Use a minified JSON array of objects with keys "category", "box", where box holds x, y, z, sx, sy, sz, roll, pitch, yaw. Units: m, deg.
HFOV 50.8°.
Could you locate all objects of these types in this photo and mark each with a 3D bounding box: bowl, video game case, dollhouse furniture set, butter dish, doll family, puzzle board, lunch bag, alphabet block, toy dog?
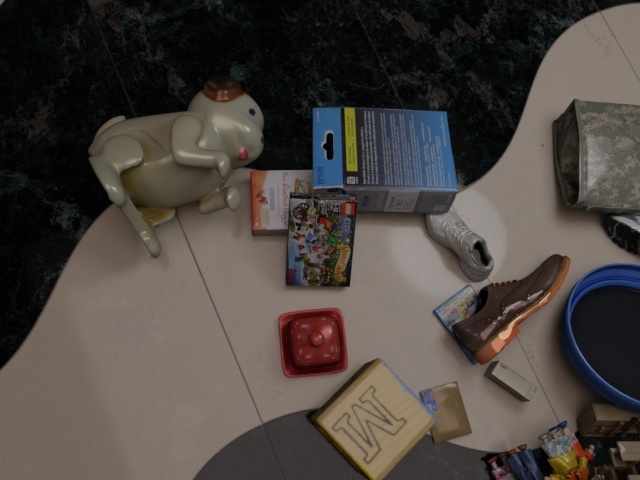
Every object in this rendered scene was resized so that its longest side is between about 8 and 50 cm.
[{"category":"bowl","box":[0.775,0.237,1.631,0.391,0.077,0.391,3,56,-5]},{"category":"video game case","box":[0.379,0.210,1.693,0.119,0.015,0.166,-34,82,-11]},{"category":"dollhouse furniture set","box":[0.719,0.510,1.558,0.161,0.212,0.242,2,52,-5]},{"category":"butter dish","box":[-0.013,0.238,1.596,0.160,0.118,0.159,-5,78,-7]},{"category":"doll family","box":[0.514,0.539,1.541,0.263,0.118,0.163,-30,73,9]},{"category":"puzzle board","box":[0.304,0.417,1.639,0.096,0.011,0.128,-14,78,-7]},{"category":"lunch bag","box":[0.748,-0.200,1.746,0.235,0.169,0.287,3,72,-5]},{"category":"alphabet block","box":[0.116,0.408,1.533,0.197,0.192,0.193,-42,82,-14]},{"category":"toy dog","box":[-0.319,-0.211,1.625,0.408,0.284,0.395,-31,45,-10]}]

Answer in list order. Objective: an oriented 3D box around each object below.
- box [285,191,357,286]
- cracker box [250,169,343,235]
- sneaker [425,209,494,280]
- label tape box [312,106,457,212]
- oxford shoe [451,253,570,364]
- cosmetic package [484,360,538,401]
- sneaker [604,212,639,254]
[{"category":"box","box":[0.000,0.000,1.623,0.159,0.044,0.233,2,116,-4]},{"category":"cracker box","box":[-0.059,-0.095,1.697,0.232,0.067,0.155,-2,77,-6]},{"category":"sneaker","box":[0.360,-0.007,1.690,0.090,0.115,0.232,-41,83,-13]},{"category":"label tape box","box":[0.151,-0.203,1.693,0.348,0.115,0.249,1,61,-3]},{"category":"oxford shoe","box":[0.474,0.136,1.655,0.364,0.130,0.133,-41,78,-20]},{"category":"cosmetic package","box":[0.465,0.344,1.646,0.115,0.060,0.041,36,75,2]},{"category":"sneaker","box":[0.879,-0.019,1.737,0.283,0.110,0.122,25,68,15]}]
